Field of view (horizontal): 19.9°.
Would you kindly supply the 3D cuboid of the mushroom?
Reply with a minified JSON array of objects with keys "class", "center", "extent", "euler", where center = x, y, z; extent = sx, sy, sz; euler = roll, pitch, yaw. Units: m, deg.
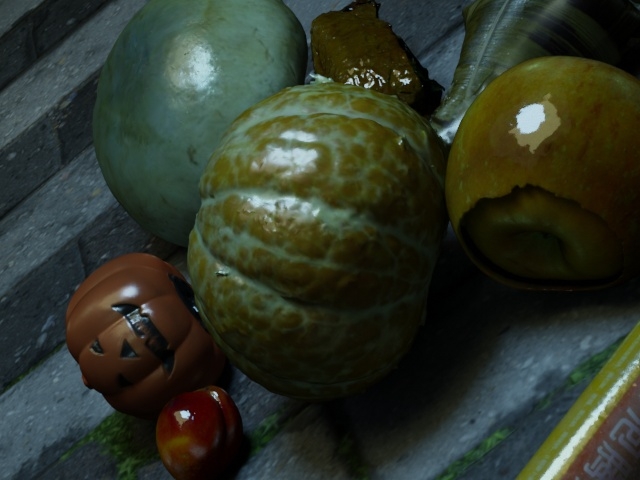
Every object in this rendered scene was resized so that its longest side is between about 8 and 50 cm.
[{"class":"mushroom","center":[-0.141,-0.161,2.288],"extent":[0.352,0.260,0.352],"euler":[-30,52,46]}]

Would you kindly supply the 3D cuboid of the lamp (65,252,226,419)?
[{"class":"lamp","center":[-0.204,0.114,2.054],"extent":[0.164,0.187,0.187],"euler":[-38,28,11]}]

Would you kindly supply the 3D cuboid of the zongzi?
[{"class":"zongzi","center":[0.181,-0.179,2.026],"extent":[0.286,0.134,0.288],"euler":[-48,29,-18]}]

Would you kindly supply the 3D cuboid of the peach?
[{"class":"peach","center":[-0.128,0.208,1.924],"extent":[0.101,0.101,0.101],"euler":[-31,29,20]}]

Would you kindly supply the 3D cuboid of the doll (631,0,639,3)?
[{"class":"doll","center":[0.445,-0.326,1.927],"extent":[0.278,0.119,0.154],"euler":[-11,44,37]}]

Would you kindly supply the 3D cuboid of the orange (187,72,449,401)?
[{"class":"orange","center":[0.000,0.000,1.823],"extent":[0.249,0.329,0.329],"euler":[19,53,9]}]

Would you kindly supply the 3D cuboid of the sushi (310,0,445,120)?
[{"class":"sushi","center":[0.067,-0.189,2.190],"extent":[0.140,0.149,0.287],"euler":[-7,28,-9]}]

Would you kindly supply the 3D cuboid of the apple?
[{"class":"apple","center":[0.231,-0.055,1.714],"extent":[0.237,0.237,0.207],"euler":[6,67,55]}]

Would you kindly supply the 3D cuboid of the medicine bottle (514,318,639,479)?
[{"class":"medicine bottle","center":[0.234,0.170,1.493],"extent":[0.426,0.108,0.108],"euler":[-50,29,-17]}]
